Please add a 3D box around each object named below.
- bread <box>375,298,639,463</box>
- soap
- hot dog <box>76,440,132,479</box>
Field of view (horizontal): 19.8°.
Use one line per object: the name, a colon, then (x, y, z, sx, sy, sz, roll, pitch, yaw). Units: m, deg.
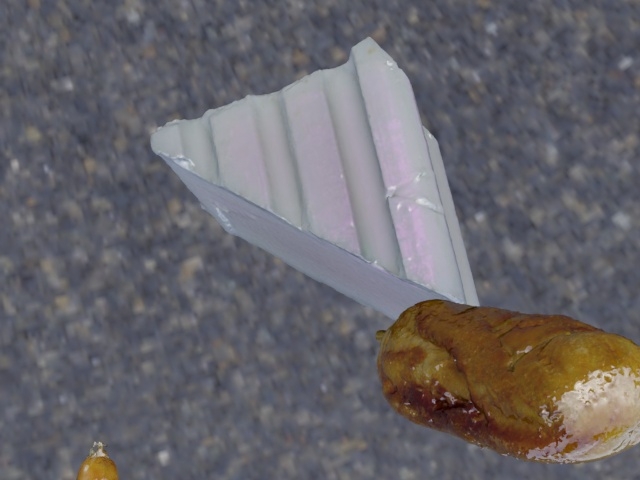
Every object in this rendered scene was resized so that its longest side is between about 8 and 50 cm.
bread: (0.130, 0.096, 1.426, 0.124, 0.344, 0.084, -26, 109, -25)
soap: (0.000, 0.000, 1.739, 0.257, 0.302, 0.159, -18, 149, 8)
hot dog: (-0.156, 0.265, 1.226, 0.109, 0.270, 0.072, -5, 149, 13)
